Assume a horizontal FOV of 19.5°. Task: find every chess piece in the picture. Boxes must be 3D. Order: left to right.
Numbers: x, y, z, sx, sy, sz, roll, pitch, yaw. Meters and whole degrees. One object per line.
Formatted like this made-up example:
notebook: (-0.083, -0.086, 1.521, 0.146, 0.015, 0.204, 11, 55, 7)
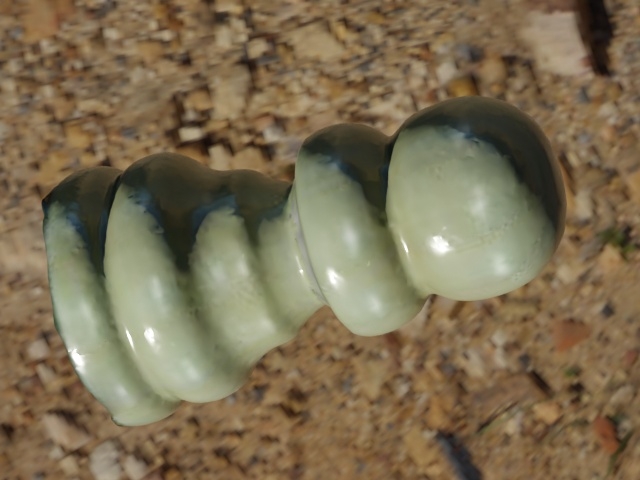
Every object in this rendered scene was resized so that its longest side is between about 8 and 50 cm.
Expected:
chess piece: (0.000, 0.000, 1.239, 0.330, 0.182, 0.182, -15, 94, 15)
